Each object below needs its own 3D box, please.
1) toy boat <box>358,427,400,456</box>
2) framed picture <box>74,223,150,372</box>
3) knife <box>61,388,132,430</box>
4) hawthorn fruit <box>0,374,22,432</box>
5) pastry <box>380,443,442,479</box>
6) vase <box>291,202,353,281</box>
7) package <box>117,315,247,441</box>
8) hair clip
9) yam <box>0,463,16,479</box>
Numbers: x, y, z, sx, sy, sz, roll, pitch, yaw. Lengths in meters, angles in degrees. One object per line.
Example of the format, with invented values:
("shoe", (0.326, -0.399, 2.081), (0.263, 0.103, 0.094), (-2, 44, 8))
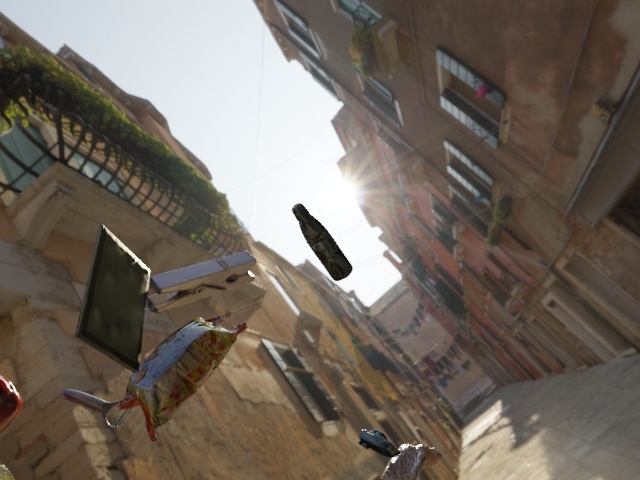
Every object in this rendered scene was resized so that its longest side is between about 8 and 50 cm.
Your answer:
("toy boat", (0.172, 0.577, 1.244), (0.060, 0.055, 0.141), (-45, 22, -28))
("framed picture", (-0.370, 0.106, 0.807), (0.010, 0.231, 0.173), (-14, -39, 5))
("knife", (-0.862, 0.613, 1.673), (0.123, 0.278, 0.053), (-60, -14, -54))
("hawthorn fruit", (-0.802, 0.388, 1.026), (0.173, 0.173, 0.172), (-31, -27, -18))
("pastry", (0.245, 0.666, 1.268), (0.265, 0.112, 0.102), (-7, -60, -53))
("vase", (0.000, 0.000, 1.018), (0.060, 0.060, 0.211), (-37, -69, -7))
("package", (-0.304, 0.266, 0.943), (0.108, 0.224, 0.288), (52, -119, -26))
("hair clip", (-0.341, 0.113, 1.286), (0.331, 0.085, 0.101), (-19, -50, -41))
("yam", (-0.485, 0.425, 0.667), (0.083, 0.372, 0.083), (0, -91, -46))
